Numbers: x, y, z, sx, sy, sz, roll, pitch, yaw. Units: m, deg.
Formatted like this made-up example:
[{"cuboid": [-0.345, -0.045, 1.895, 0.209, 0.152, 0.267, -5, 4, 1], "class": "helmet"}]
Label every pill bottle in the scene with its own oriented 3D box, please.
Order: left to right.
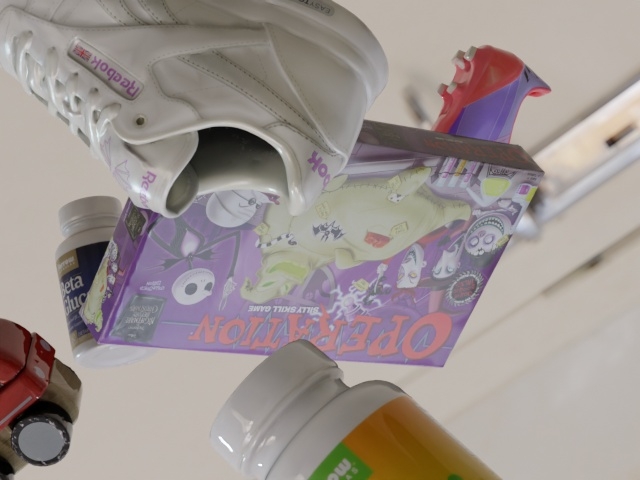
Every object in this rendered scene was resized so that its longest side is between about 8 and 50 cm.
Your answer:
[{"cuboid": [-0.229, 0.043, 1.853, 0.094, 0.094, 0.169, 14, -123, -54], "class": "pill bottle"}, {"cuboid": [0.045, 0.182, 1.183, 0.245, 0.136, 0.136, 41, -159, 19], "class": "pill bottle"}]

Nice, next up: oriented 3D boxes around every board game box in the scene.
[{"cuboid": [0.000, 0.000, 1.401, 0.347, 0.208, 0.056, 6, -146, -36], "class": "board game box"}]

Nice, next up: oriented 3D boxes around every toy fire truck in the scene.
[{"cuboid": [-0.381, 0.138, 1.705, 0.246, 0.217, 0.158, 46, -166, -18], "class": "toy fire truck"}]

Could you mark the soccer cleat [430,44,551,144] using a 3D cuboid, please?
[{"cuboid": [0.122, -0.061, 1.604, 0.095, 0.248, 0.083, 27, 175, -10], "class": "soccer cleat"}]

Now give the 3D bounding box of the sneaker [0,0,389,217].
[{"cuboid": [-0.120, -0.102, 1.040, 0.114, 0.305, 0.152, 89, -162, -59], "class": "sneaker"}]
